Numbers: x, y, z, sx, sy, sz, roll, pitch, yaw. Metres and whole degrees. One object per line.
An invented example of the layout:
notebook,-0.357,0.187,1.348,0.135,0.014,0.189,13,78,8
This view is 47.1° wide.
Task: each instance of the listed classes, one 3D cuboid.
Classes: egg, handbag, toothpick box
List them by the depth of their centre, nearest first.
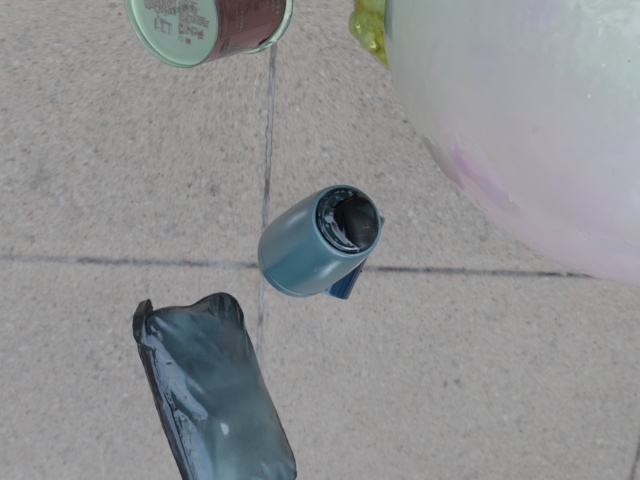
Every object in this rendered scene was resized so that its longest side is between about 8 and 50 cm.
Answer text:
egg,0.262,-0.110,0.540,0.354,0.340,0.354,-18,146,-12
toothpick box,0.000,0.000,0.965,0.120,0.184,0.120,8,70,-23
handbag,-0.146,0.227,1.046,0.075,0.191,0.332,-23,84,39

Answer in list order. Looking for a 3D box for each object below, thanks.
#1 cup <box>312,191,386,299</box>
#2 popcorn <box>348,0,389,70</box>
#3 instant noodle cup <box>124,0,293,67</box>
cup,0.016,0.008,1.264,0.131,0.176,0.155,21,89,-21
popcorn,0.204,-0.498,1.594,0.293,0.292,0.334,-3,145,-2
instant noodle cup,-0.184,-0.388,1.170,0.235,0.178,0.235,16,126,23
